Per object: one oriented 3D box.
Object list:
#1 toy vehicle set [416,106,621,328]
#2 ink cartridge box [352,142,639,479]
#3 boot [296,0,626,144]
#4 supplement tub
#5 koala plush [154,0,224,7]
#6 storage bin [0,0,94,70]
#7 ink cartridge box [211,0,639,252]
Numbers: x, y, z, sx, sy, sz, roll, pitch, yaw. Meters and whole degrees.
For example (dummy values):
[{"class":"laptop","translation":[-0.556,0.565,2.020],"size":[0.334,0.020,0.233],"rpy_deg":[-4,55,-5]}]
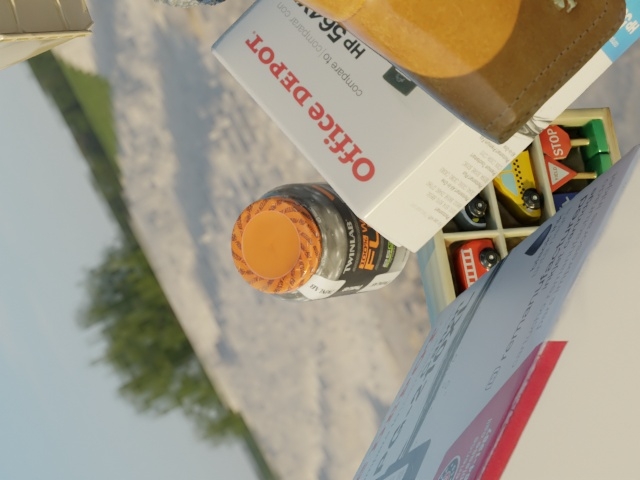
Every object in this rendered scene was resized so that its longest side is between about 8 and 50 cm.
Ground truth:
[{"class":"toy vehicle set","translation":[0.159,0.036,1.382],"size":[0.035,0.166,0.267],"rpy_deg":[139,123,-64]},{"class":"ink cartridge box","translation":[0.081,0.091,0.703],"size":[0.100,0.172,0.237],"rpy_deg":[30,159,-3]},{"class":"boot","translation":[-0.006,-0.114,0.657],"size":[0.211,0.295,0.104],"rpy_deg":[50,138,2]},{"class":"supplement tub","translation":[0.000,0.000,1.874],"size":[0.190,0.117,0.117],"rpy_deg":[-8,-114,-60]},{"class":"koala plush","translation":[-0.062,-0.269,1.081],"size":[0.196,0.221,0.203],"rpy_deg":[-7,-122,-50]},{"class":"storage bin","translation":[-0.372,-0.196,1.735],"size":[0.260,0.262,0.123],"rpy_deg":[-29,-82,-75]},{"class":"ink cartridge box","translation":[0.064,-0.117,1.055],"size":[0.148,0.203,0.086],"rpy_deg":[49,-172,24]}]
